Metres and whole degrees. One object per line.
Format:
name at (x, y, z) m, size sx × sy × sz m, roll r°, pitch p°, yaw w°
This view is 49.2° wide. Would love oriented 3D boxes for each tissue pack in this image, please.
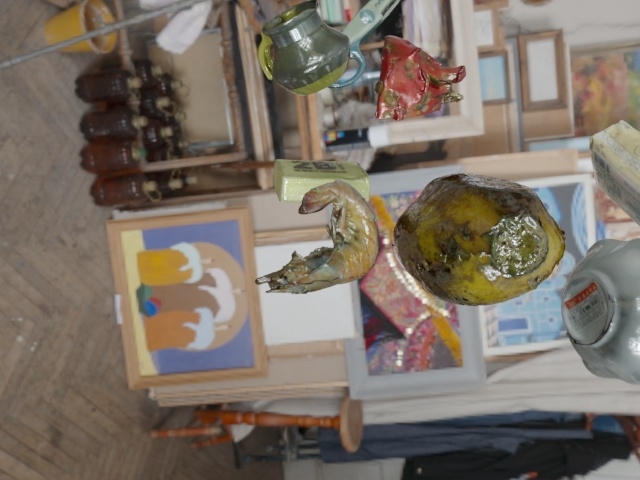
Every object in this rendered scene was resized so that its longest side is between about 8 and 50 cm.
tissue pack at (0.600, -0.113, 1.310) m, size 0.148 × 0.092 × 0.196 m, roll 59°, pitch 3°, yaw -45°

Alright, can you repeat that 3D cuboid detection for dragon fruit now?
dragon fruit at (0.226, -0.378, 1.573) m, size 0.262 × 0.212 × 0.134 m, roll -85°, pitch -174°, yaw -52°

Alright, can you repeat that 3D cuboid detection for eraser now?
eraser at (0.001, -0.114, 1.336) m, size 0.117 × 0.172 × 0.058 m, roll -115°, pitch -152°, yaw -64°

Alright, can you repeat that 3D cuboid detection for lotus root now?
lotus root at (0.214, -0.005, 1.037) m, size 0.179 × 0.196 × 0.397 m, roll 58°, pitch -3°, yaw -8°

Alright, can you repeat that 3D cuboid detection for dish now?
dish at (0.414, 0.100, 1.024) m, size 0.229 × 0.081 × 0.229 m, roll -176°, pitch -90°, yaw -71°

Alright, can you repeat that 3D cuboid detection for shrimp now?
shrimp at (-0.002, 0.000, 0.941) m, size 0.251 × 0.052 × 0.143 m, roll -23°, pitch 100°, yaw -51°

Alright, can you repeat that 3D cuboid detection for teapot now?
teapot at (-0.036, -0.291, 1.068) m, size 0.130 × 0.166 × 0.119 m, roll -48°, pitch 122°, yaw -35°

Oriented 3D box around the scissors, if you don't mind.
scissors at (0.080, -0.409, 1.324) m, size 0.289 × 0.138 × 0.041 m, roll -48°, pitch 168°, yaw -15°
